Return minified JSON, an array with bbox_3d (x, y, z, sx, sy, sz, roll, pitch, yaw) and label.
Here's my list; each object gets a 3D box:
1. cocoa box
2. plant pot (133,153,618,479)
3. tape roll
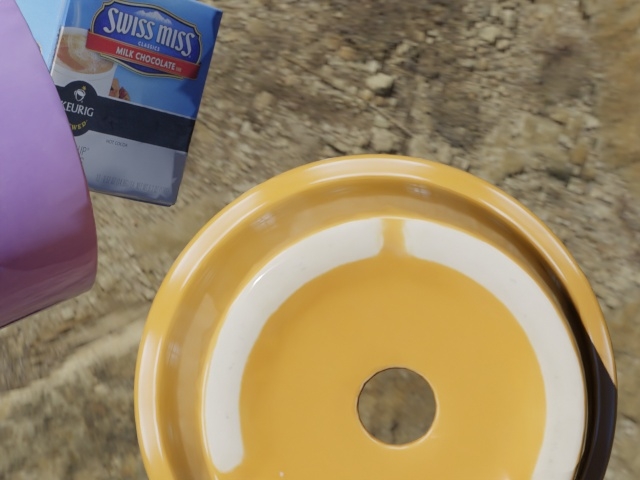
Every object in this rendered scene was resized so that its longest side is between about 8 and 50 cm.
[{"bbox_3d":[-0.323,-0.196,1.644,0.231,0.347,0.227,11,95,-52],"label":"cocoa box"},{"bbox_3d":[0.023,0.062,0.580,0.205,0.188,0.205,0,87,0],"label":"plant pot"},{"bbox_3d":[-0.179,-0.047,0.679,0.080,0.189,0.189,-25,105,-24],"label":"tape roll"}]
